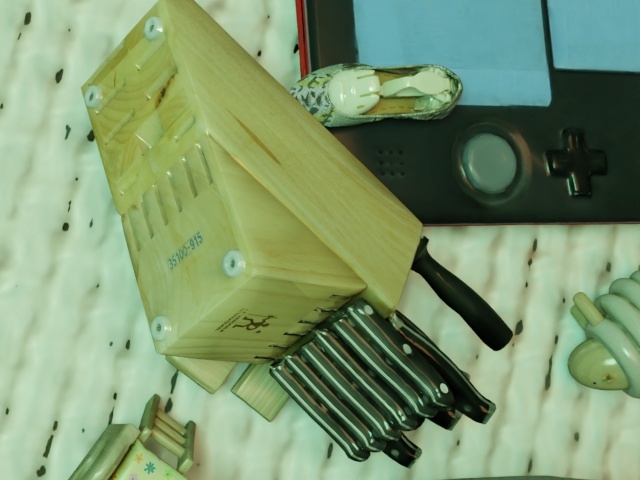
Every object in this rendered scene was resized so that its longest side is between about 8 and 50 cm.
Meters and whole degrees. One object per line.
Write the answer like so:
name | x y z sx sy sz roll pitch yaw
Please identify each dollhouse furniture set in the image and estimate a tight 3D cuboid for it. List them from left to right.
dollhouse furniture set | -0.032 0.142 0.660 0.182 0.101 0.161 38 72 -8

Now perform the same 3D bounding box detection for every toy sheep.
toy sheep | 0.226 0.058 0.764 0.132 0.091 0.091 -33 92 -1

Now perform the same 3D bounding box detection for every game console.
game console | 0.141 -0.199 0.793 0.342 0.060 0.386 -2 82 -17

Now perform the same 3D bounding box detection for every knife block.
knife block | 0.000 0.000 0.687 0.242 0.088 0.275 11 49 -47

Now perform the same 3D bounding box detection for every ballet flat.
ballet flat | 0.037 -0.093 0.693 0.114 0.041 0.041 -5 83 -20

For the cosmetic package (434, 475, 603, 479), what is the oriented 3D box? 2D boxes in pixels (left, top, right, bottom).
cosmetic package | 0.119 0.218 0.650 0.151 0.184 0.151 0 81 -17
